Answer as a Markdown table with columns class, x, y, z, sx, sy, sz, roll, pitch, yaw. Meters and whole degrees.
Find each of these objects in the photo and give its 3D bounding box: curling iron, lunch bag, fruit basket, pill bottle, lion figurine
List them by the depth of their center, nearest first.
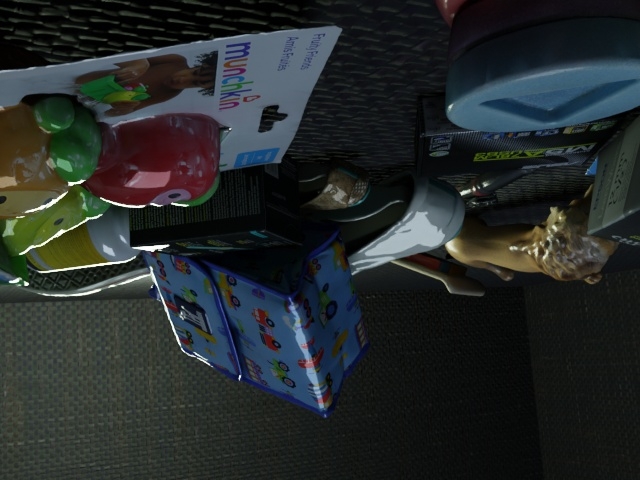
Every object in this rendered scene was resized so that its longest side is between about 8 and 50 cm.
| class | x | y | z | sx | sy | sz | roll | pitch | yaw |
| --- | --- | --- | --- | --- | --- | --- | --- | --- | --- |
| fruit basket | -0.179 | -0.054 | 0.570 | 0.352 | 0.166 | 0.327 | -6 | 172 | -11 |
| pill bottle | -0.276 | -0.020 | 0.953 | 0.184 | 0.103 | 0.103 | -7 | 171 | 23 |
| lunch bag | -0.107 | 0.080 | 1.037 | 0.293 | 0.221 | 0.138 | 10 | -135 | 29 |
| curling iron | 0.232 | -0.079 | 1.045 | 0.068 | 0.035 | 0.274 | -8 | 173 | -5 |
| lion figurine | 0.331 | 0.006 | 1.336 | 0.392 | 0.142 | 0.240 | -7 | 168 | 39 |

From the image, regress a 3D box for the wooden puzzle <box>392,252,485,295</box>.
| class | x | y | z | sx | sy | sz | roll | pitch | yaw |
| --- | --- | --- | --- | --- | --- | --- | --- | --- | --- |
| wooden puzzle | 0.193 | 0.039 | 1.535 | 0.238 | 0.044 | 0.221 | 26 | -173 | 28 |

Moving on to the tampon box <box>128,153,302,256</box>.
| class | x | y | z | sx | sy | sz | roll | pitch | yaw |
| --- | --- | --- | --- | --- | --- | --- | --- | --- | --- |
| tampon box | -0.116 | -0.043 | 0.881 | 0.161 | 0.102 | 0.120 | -6 | 171 | 17 |

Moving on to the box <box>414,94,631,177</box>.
| class | x | y | z | sx | sy | sz | roll | pitch | yaw |
| --- | --- | --- | --- | --- | --- | --- | --- | --- | --- |
| box | 0.191 | -0.107 | 0.791 | 0.190 | 0.045 | 0.184 | -4 | 170 | 5 |

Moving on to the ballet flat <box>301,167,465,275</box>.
| class | x | y | z | sx | sy | sz | roll | pitch | yaw |
| --- | --- | --- | --- | --- | --- | --- | --- | --- | --- |
| ballet flat | 0.000 | 0.000 | 1.082 | 0.400 | 0.139 | 0.139 | -24 | 164 | 25 |

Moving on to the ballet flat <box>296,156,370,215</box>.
| class | x | y | z | sx | sy | sz | roll | pitch | yaw |
| --- | --- | --- | --- | --- | --- | --- | --- | --- | --- |
| ballet flat | -0.028 | -0.064 | 0.968 | 0.067 | 0.073 | 0.206 | 35 | 146 | -32 |

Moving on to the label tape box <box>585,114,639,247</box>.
| class | x | y | z | sx | sy | sz | roll | pitch | yaw |
| --- | --- | --- | --- | --- | --- | --- | --- | --- | --- |
| label tape box | 0.391 | -0.028 | 0.715 | 0.249 | 0.115 | 0.348 | 15 | 174 | 8 |

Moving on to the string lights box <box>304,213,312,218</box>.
| class | x | y | z | sx | sy | sz | roll | pitch | yaw |
| --- | --- | --- | --- | --- | --- | --- | --- | --- | --- |
| string lights box | -0.089 | 0.025 | 1.257 | 0.259 | 0.133 | 0.077 | -3 | 171 | -5 |

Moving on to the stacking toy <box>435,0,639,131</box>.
| class | x | y | z | sx | sy | sz | roll | pitch | yaw |
| --- | --- | --- | --- | --- | --- | --- | --- | --- | --- |
| stacking toy | 0.227 | -0.120 | 0.418 | 0.308 | 0.131 | 0.279 | -4 | 172 | -6 |

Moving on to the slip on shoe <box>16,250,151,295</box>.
| class | x | y | z | sx | sy | sz | roll | pitch | yaw |
| --- | --- | --- | --- | --- | --- | --- | --- | --- | --- |
| slip on shoe | -0.308 | 0.012 | 1.151 | 0.331 | 0.123 | 0.101 | -9 | 176 | 2 |
